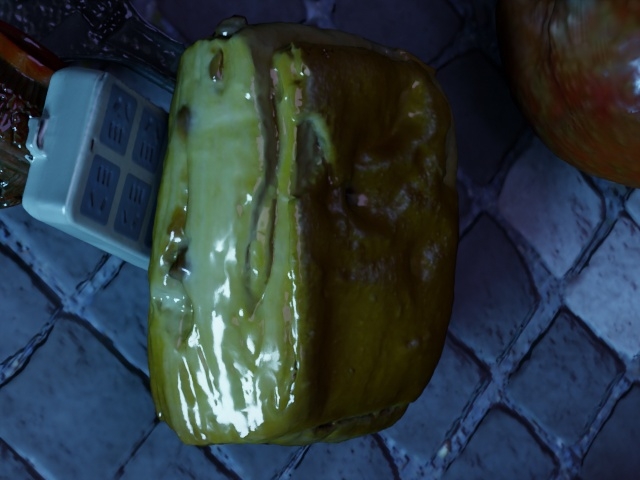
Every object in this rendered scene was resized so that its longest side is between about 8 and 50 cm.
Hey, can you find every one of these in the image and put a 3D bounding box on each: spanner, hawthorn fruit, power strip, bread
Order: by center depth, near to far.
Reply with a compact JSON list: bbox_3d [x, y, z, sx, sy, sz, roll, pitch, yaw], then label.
[{"bbox_3d":[-0.102,-0.031,1.048,0.192,0.035,0.081,33,68,-66],"label":"power strip"},{"bbox_3d":[0.000,0.000,1.083,0.210,0.099,0.235,2,95,-56],"label":"bread"},{"bbox_3d":[-0.068,-0.088,1.141,0.325,0.026,0.093,30,70,-27],"label":"spanner"},{"bbox_3d":[0.253,-0.158,1.221,0.299,0.275,0.275,-1,84,-46],"label":"hawthorn fruit"}]

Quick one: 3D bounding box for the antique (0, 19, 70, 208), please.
[{"bbox_3d":[-0.178,-0.063,1.026,0.104,0.104,0.104,5,81,-32],"label":"antique"}]
